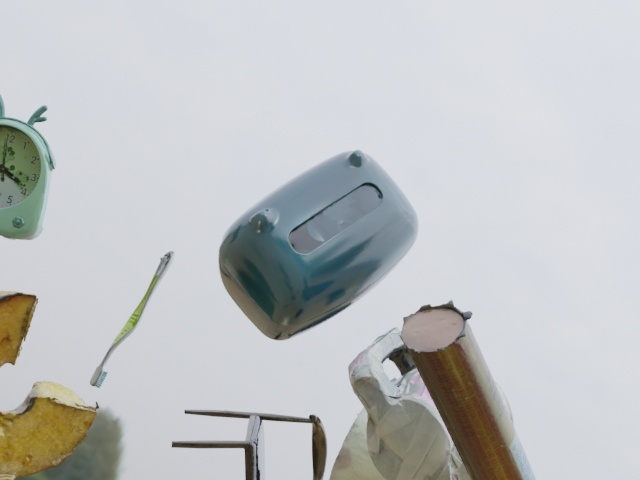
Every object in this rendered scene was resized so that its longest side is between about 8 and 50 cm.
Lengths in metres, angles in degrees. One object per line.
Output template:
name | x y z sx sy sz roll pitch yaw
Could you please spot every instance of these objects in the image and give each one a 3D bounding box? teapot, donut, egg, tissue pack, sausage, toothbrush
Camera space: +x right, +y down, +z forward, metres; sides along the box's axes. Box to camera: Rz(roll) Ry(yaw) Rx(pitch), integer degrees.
teapot | 0.140 0.218 1.526 0.163 0.221 0.178 -13 -4 32
donut | -0.296 0.131 1.073 0.078 0.146 0.181 35 -29 58
egg | 0.174 0.493 2.648 0.201 0.337 0.337 22 -18 26
tissue pack | 0.000 0.000 1.740 0.198 0.287 0.206 52 -23 14
sausage | 0.189 0.226 1.335 0.082 0.082 0.371 12 -42 45
toothbrush | -0.313 0.128 1.983 0.022 0.263 0.026 19 -16 33

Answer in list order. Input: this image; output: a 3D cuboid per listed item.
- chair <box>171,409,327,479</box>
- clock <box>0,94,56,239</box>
chair | -0.126 0.414 2.181 0.272 0.188 0.166 0 15 3
clock | -0.473 -0.111 1.784 0.159 0.211 0.066 17 -3 -1
